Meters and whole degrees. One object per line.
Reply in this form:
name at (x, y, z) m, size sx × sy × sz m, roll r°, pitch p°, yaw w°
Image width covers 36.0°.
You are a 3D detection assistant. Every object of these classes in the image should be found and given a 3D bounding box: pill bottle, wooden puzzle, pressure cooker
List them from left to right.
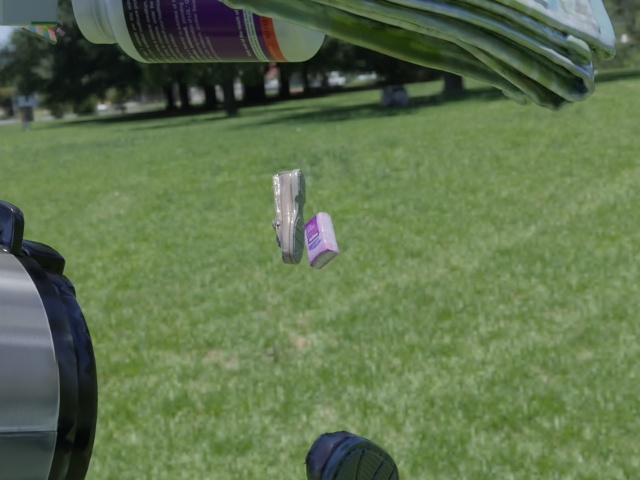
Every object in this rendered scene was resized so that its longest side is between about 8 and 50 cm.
pressure cooker at (-0.423, 0.166, 0.952) m, size 0.370 × 0.375 × 0.420 m, roll -38°, pitch -28°, yaw 27°
wooden puzzle at (-0.358, -0.272, 1.242) m, size 0.083 × 0.049 × 0.006 m, roll 19°, pitch -52°, yaw -44°
pill bottle at (-0.160, -0.330, 1.325) m, size 0.323 × 0.181 × 0.181 m, roll 2°, pitch 10°, yaw 15°

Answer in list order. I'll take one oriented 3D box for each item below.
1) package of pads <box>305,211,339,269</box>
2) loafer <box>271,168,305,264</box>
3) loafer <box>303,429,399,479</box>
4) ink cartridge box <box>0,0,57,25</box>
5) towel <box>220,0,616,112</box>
package of pads at (0.000, 0.000, 1.591) m, size 0.032 × 0.083 × 0.050 m, roll 24°, pitch -50°, yaw -38°
loafer at (-0.041, -0.027, 1.200) m, size 0.039 × 0.125 × 0.045 m, roll -5°, pitch -25°, yaw 17°
loafer at (0.030, 0.254, 0.938) m, size 0.084 × 0.267 × 0.096 m, roll 22°, pitch 65°, yaw 36°
ink cartridge box at (-0.424, -0.294, 1.118) m, size 0.208 × 0.087 × 0.153 m, roll 7°, pitch 14°, yaw 7°
towel at (0.054, -0.285, 0.751) m, size 0.320 × 0.374 × 0.090 m, roll 13°, pitch -38°, yaw -27°
